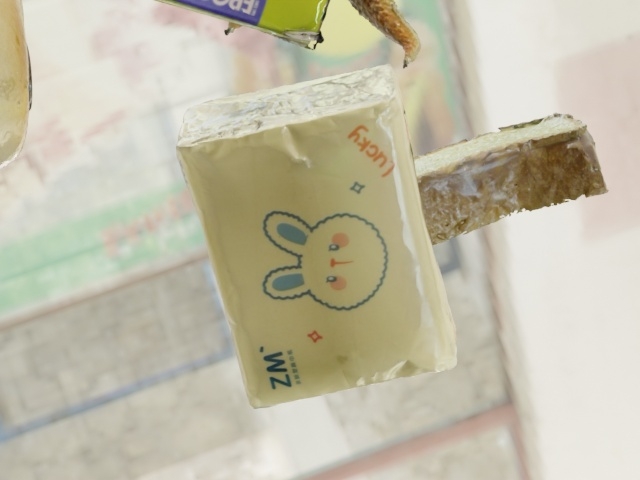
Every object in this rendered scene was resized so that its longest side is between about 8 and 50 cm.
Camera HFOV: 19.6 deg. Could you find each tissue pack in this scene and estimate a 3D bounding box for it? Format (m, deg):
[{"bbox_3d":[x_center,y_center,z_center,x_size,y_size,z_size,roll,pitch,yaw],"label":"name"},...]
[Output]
[{"bbox_3d":[0.000,0.000,1.206,0.092,0.148,0.196,-85,162,-66],"label":"tissue pack"}]

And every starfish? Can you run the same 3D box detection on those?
[{"bbox_3d":[-0.019,-0.219,1.432,0.247,0.050,0.138,18,-52,46],"label":"starfish"}]

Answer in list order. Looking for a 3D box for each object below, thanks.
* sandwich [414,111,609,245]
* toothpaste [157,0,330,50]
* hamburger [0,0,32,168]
[{"bbox_3d":[0.119,-0.043,1.563,0.186,0.214,0.065,-149,-140,-81],"label":"sandwich"},{"bbox_3d":[-0.085,-0.163,0.932,0.327,0.110,0.077,-144,-109,-69],"label":"toothpaste"},{"bbox_3d":[-0.345,-0.161,1.732,0.237,0.147,0.237,180,-90,-80],"label":"hamburger"}]
